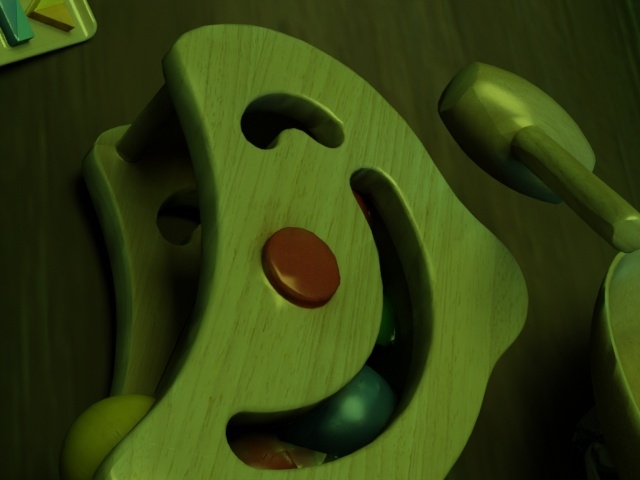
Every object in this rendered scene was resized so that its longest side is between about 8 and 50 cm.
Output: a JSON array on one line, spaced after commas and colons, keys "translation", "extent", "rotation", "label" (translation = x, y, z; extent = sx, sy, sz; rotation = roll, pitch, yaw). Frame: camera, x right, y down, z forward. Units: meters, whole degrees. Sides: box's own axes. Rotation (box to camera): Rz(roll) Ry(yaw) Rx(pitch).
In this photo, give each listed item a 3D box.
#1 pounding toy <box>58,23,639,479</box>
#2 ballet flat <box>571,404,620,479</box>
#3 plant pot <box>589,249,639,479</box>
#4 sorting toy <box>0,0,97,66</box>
[{"translation": [0.000, 0.000, 0.648], "extent": [0.154, 0.155, 0.269], "rotation": [38, 44, -8], "label": "pounding toy"}, {"translation": [0.130, 0.110, 0.734], "extent": [0.041, 0.041, 0.114], "rotation": [-16, 65, -40], "label": "ballet flat"}, {"translation": [0.178, 0.102, 0.727], "extent": [0.236, 0.032, 0.236], "rotation": [36, 27, -22], "label": "plant pot"}, {"translation": [-0.120, -0.109, 0.737], "extent": [0.062, 0.012, 0.083], "rotation": [-26, 93, -48], "label": "sorting toy"}]
